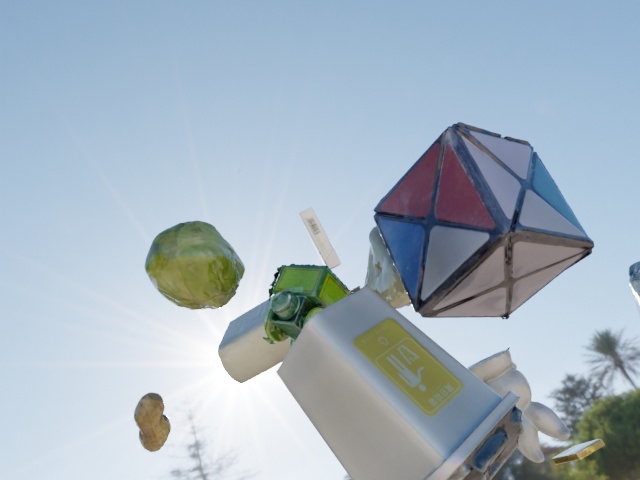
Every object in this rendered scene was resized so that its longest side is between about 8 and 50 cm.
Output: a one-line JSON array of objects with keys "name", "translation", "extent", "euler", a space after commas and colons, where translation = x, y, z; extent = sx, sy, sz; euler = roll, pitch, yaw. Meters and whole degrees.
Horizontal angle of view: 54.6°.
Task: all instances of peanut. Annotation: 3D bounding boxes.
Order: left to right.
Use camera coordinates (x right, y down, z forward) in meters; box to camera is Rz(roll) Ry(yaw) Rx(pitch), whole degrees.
[{"name": "peanut", "translation": [-0.441, 0.476, 1.632], "extent": [0.089, 0.089, 0.193], "euler": [-10, -53, -16]}]

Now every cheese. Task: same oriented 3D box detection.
[{"name": "cheese", "translation": [0.219, 0.111, 1.639], "extent": [0.173, 0.248, 0.252], "euler": [7, -70, -25]}]

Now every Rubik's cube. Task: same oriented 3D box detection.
[{"name": "Rubik's cube", "translation": [0.346, -0.033, 1.347], "extent": [0.310, 0.305, 0.307], "euler": [7, -42, -35]}]

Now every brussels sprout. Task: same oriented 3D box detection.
[{"name": "brussels sprout", "translation": [-0.282, 0.064, 1.376], "extent": [0.223, 0.161, 0.223], "euler": [2, -59, 3]}]

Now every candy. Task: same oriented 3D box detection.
[{"name": "candy", "translation": [-0.142, 0.276, 1.956], "extent": [0.358, 0.208, 0.145], "euler": [-31, -72, 12]}]

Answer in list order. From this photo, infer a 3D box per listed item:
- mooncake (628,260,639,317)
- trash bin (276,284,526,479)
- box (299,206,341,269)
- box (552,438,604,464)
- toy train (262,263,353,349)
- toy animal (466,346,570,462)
[{"name": "mooncake", "translation": [0.844, 0.164, 1.492], "extent": [0.136, 0.255, 0.250], "euler": [-19, 8, 11]}, {"name": "trash bin", "translation": [0.112, 0.290, 1.054], "extent": [0.255, 0.367, 0.296], "euler": [-25, -28, -45]}, {"name": "box", "translation": [0.000, 0.000, 1.494], "extent": [0.040, 0.154, 0.084], "euler": [-28, -7, -5]}, {"name": "box", "translation": [0.703, 0.579, 1.697], "extent": [0.089, 0.022, 0.156], "euler": [-25, -21, -13]}, {"name": "toy train", "translation": [-0.008, 0.176, 1.394], "extent": [0.159, 0.188, 0.272], "euler": [0, -34, 38]}, {"name": "toy animal", "translation": [0.402, 0.335, 1.276], "extent": [0.103, 0.221, 0.131], "euler": [-30, -14, -5]}]
